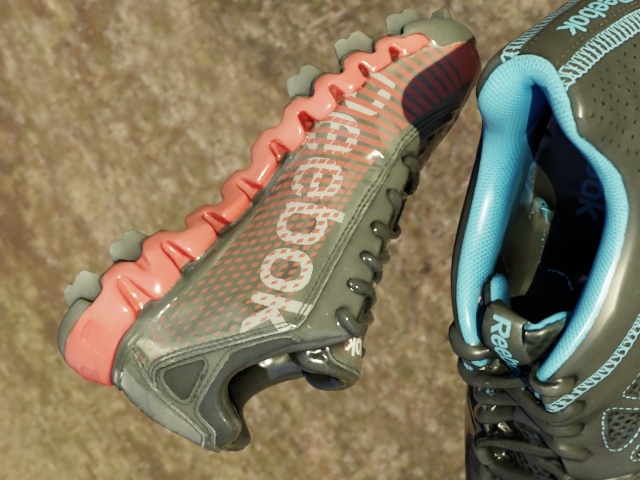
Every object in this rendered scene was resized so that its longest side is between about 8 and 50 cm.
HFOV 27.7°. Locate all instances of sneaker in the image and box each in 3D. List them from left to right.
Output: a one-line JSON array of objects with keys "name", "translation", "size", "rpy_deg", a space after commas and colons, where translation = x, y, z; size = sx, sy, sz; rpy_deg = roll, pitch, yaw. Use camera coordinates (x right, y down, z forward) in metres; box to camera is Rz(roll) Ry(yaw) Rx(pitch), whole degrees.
[{"name": "sneaker", "translation": [0.000, 0.000, 0.679], "size": [0.135, 0.276, 0.097], "rpy_deg": [43, 172, 15]}, {"name": "sneaker", "translation": [0.101, 0.053, 0.587], "size": [0.125, 0.140, 0.340], "rpy_deg": [16, 116, 34]}]
